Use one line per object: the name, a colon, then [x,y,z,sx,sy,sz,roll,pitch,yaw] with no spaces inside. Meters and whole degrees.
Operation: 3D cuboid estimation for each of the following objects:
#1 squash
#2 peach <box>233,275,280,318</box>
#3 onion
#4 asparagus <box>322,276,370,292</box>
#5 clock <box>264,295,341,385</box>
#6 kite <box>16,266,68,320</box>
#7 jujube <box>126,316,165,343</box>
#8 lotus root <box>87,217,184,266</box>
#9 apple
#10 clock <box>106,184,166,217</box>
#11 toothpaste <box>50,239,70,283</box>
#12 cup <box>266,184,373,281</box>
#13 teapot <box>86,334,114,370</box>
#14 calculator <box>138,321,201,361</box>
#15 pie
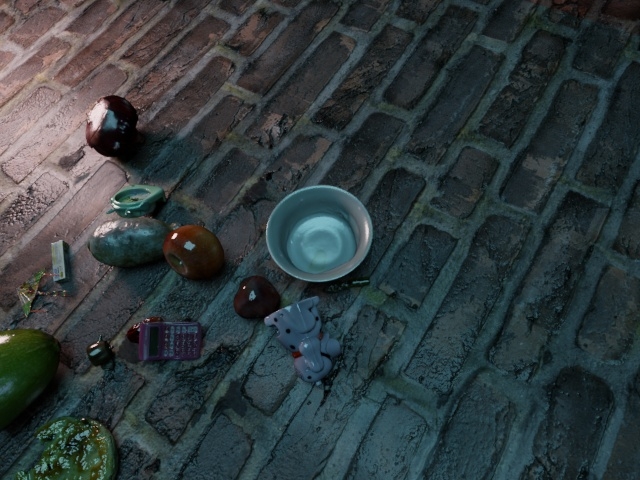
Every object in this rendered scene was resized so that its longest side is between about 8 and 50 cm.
squash: [-0.969,0.387,1.209,0.310,0.310,0.309,41,74,19]
peach: [-0.213,0.194,1.312,0.152,0.152,0.152,-2,66,4]
onion: [-0.820,-0.452,1.624,0.252,0.219,0.252,-18,66,47]
asparagus: [0.087,0.152,1.368,0.165,0.030,0.036,-14,76,-2]
clock: [-0.042,0.316,1.243,0.189,0.189,0.253,-27,80,-7]
kite: [-0.997,0.189,1.432,0.245,0.006,0.197,4,76,18]
jujube: [-0.577,0.297,1.336,0.129,0.077,0.077,-19,66,0]
lotus root: [-0.651,0.002,1.421,0.350,0.175,0.174,-9,66,1]
apple: [-0.424,0.038,1.370,0.201,0.201,0.162,32,48,17]
clock: [-0.690,-0.138,1.489,0.160,0.065,0.211,7,33,12]
toothpaste: [-0.959,0.077,1.485,0.046,0.034,0.164,-19,66,-4]
cup: [0.000,0.000,1.370,0.348,0.163,0.347,-1,66,3]
teapot: [-0.710,0.370,1.317,0.068,0.076,0.121,-25,94,-16]
calculator: [-0.483,0.324,1.301,0.191,0.034,0.126,3,89,-13]
pie: [-0.746,0.672,1.188,0.303,0.067,0.302,-2,64,4]
